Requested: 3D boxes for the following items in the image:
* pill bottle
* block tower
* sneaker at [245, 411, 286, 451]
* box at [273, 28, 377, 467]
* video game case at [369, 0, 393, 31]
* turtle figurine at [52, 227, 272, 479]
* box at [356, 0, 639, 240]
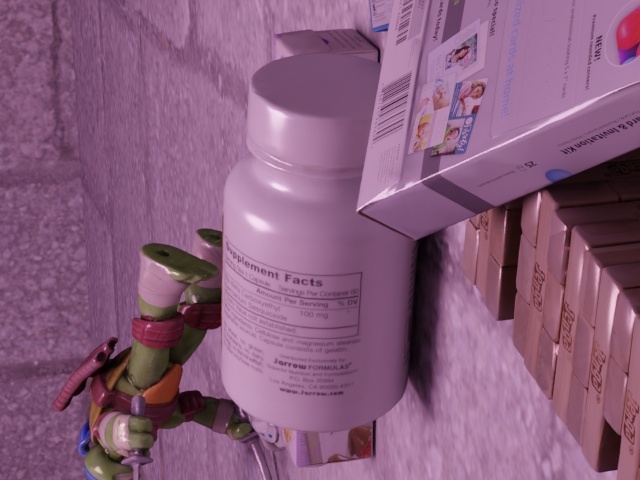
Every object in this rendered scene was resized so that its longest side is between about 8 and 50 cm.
[{"bbox_3d":[0.000,0.000,1.229,0.131,0.131,0.229,-118,26,-56],"label":"pill bottle"},{"bbox_3d":[0.152,0.052,0.732,0.335,0.097,0.091,-121,28,-57],"label":"block tower"},{"bbox_3d":[-0.030,0.127,1.552,0.190,0.071,0.083,98,156,-68],"label":"sneaker"},{"bbox_3d":[0.003,0.009,1.360,0.067,0.063,0.324,-128,35,-62],"label":"box"},{"bbox_3d":[0.048,-0.221,1.191,0.119,0.015,0.166,-173,77,-76],"label":"video game case"},{"bbox_3d":[-0.109,0.143,1.678,0.275,0.198,0.266,44,123,53],"label":"turtle figurine"},{"bbox_3d":[0.094,-0.093,0.779,0.186,0.038,0.145,-26,47,50],"label":"box"}]
